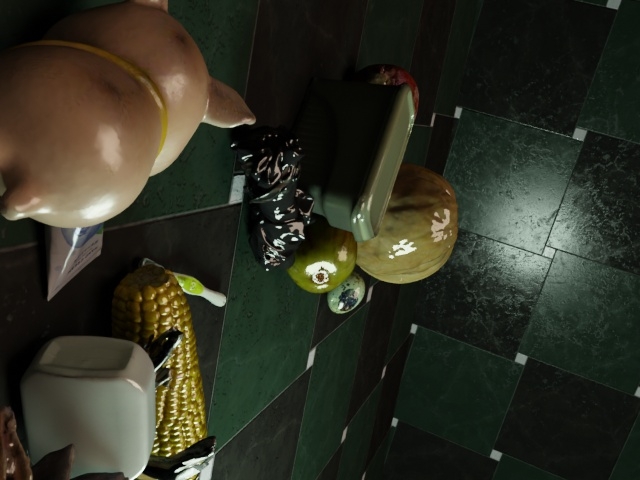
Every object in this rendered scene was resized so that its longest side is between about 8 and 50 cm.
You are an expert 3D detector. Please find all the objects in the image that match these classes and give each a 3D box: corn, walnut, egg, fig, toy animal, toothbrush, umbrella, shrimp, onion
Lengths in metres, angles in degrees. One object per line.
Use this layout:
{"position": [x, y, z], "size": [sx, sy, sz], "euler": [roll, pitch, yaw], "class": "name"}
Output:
{"position": [-0.191, 0.171, 0.799], "size": [0.106, 0.106, 0.305], "euler": [-47, 143, -58], "class": "corn"}
{"position": [0.177, -0.042, 1.514], "size": [0.296, 0.285, 0.285], "euler": [-57, 156, -66], "class": "walnut"}
{"position": [0.059, 0.121, 1.580], "size": [0.110, 0.085, 0.085], "euler": [-56, 156, -25], "class": "egg"}
{"position": [-0.005, -0.002, 1.231], "size": [0.142, 0.147, 0.186], "euler": [45, 21, -55], "class": "fig"}
{"position": [-0.180, -0.102, 0.522], "size": [0.165, 0.149, 0.248], "euler": [63, 36, -27], "class": "toy animal"}
{"position": [-0.177, 0.059, 0.893], "size": [0.263, 0.026, 0.022], "euler": [53, 54, -72], "class": "toothbrush"}
{"position": [-0.064, -0.055, 1.011], "size": [0.272, 0.110, 0.122], "euler": [83, 19, -49], "class": "umbrella"}
{"position": [-0.174, 0.191, 0.724], "size": [0.219, 0.152, 0.046], "euler": [-55, -168, 24], "class": "shrimp"}
{"position": [0.127, -0.266, 1.375], "size": [0.195, 0.159, 0.160], "euler": [65, 42, -63], "class": "onion"}

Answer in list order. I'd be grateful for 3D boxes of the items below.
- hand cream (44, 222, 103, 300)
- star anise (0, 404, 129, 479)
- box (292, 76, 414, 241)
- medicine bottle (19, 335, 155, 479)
{"position": [-0.230, -0.016, 0.631], "size": [0.084, 0.053, 0.142], "euler": [-55, 164, -50], "class": "hand cream"}
{"position": [-0.271, 0.262, 0.580], "size": [0.229, 0.093, 0.237], "euler": [-15, 112, -40], "class": "star anise"}
{"position": [0.041, -0.146, 1.151], "size": [0.138, 0.178, 0.274], "euler": [66, 41, -63], "class": "box"}
{"position": [-0.226, 0.187, 0.665], "size": [0.069, 0.119, 0.183], "euler": [-96, -170, -65], "class": "medicine bottle"}
